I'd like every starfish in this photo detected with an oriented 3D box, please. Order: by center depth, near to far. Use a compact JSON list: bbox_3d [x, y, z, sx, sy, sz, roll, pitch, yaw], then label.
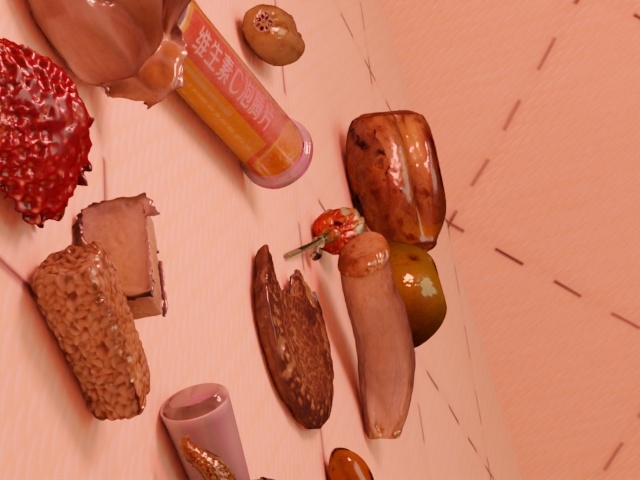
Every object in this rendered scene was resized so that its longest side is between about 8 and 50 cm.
[{"bbox_3d":[-0.101,0.300,1.475,0.208,0.053,0.175,29,72,-46],"label":"starfish"}]

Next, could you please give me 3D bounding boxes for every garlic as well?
[{"bbox_3d":[-0.235,-0.291,1.522,0.237,0.210,0.292,-50,138,-32],"label":"garlic"}]

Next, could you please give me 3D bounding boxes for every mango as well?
[{"bbox_3d":[0.047,0.354,2.083,0.077,0.063,0.127,-10,84,-69],"label":"mango"}]

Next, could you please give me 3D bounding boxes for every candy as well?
[{"bbox_3d":[0.001,0.001,2.292,0.288,0.084,0.078,-26,105,-70],"label":"candy"}]

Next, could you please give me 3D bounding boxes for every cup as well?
[{"bbox_3d":[-0.123,0.208,1.542,0.104,0.074,0.116,37,-33,62],"label":"cup"}]

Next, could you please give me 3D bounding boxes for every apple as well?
[{"bbox_3d":[0.136,0.096,2.546,0.196,0.157,0.196,-14,90,-86],"label":"apple"}]

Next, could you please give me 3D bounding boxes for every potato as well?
[{"bbox_3d":[-0.192,0.020,1.417,0.061,0.086,0.122,81,1,-57],"label":"potato"}]

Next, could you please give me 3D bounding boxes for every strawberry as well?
[{"bbox_3d":[-0.259,-0.105,1.253,0.208,0.087,0.167,34,44,-68],"label":"strawberry"}]

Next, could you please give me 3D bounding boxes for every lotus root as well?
[{"bbox_3d":[-0.072,-0.320,2.300,0.090,0.077,0.183,67,11,7],"label":"lotus root"},{"bbox_3d":[0.144,-0.111,2.773,0.193,0.193,0.290,-10,88,-77],"label":"lotus root"}]

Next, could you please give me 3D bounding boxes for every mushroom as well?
[{"bbox_3d":[0.090,0.158,2.345,0.123,0.095,0.351,-37,124,-51],"label":"mushroom"}]

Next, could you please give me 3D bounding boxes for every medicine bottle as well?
[{"bbox_3d":[-0.130,-0.192,1.875,0.426,0.108,0.108,45,32,-62],"label":"medicine bottle"}]

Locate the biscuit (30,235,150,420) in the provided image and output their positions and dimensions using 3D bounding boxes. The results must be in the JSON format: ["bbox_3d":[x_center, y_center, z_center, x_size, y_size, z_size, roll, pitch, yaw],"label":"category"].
[{"bbox_3d":[-0.203,0.084,1.316,0.082,0.070,0.168,-75,150,-58],"label":"biscuit"}]

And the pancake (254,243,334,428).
[{"bbox_3d":[-0.037,0.131,2.056,0.288,0.033,0.286,-78,149,-64],"label":"pancake"}]
